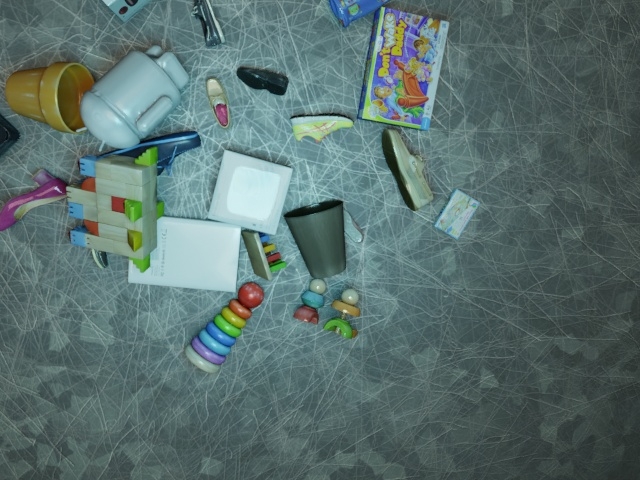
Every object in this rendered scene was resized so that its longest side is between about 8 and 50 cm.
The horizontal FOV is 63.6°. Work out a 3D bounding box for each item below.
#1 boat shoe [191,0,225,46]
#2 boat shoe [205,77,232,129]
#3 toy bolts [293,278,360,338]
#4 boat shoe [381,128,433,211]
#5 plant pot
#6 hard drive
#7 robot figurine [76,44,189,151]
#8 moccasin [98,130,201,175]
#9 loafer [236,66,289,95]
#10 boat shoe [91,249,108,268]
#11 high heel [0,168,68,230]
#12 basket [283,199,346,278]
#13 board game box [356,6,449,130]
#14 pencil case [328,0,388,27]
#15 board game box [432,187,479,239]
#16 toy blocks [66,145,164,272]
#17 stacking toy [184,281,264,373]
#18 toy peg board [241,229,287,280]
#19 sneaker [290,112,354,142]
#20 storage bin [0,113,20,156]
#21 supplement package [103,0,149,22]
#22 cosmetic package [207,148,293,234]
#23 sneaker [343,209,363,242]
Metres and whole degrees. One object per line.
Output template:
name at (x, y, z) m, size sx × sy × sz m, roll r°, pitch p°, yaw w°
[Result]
boat shoe at (-0.364, -0.700, 1.586) m, size 0.065 × 0.075 × 0.206 m, roll -26°, pitch 108°, yaw -6°
boat shoe at (-0.322, -0.437, 1.648) m, size 0.063 × 0.059 × 0.170 m, roll -19°, pitch 103°, yaw -4°
toy bolts at (0.044, 0.230, 1.795) m, size 0.229 × 0.218 × 0.158 m, roll 17°, pitch 84°, yaw 22°
boat shoe at (0.298, -0.249, 1.751) m, size 0.098 × 0.109 × 0.302 m, roll -29°, pitch 109°, yaw -7°
plant pot at (-0.802, -0.426, 1.526) m, size 0.188 × 0.205 × 0.205 m, roll 7°, pitch 100°, yaw 7°
hard drive at (-0.449, 0.041, 1.717) m, size 0.353 × 0.047 × 0.232 m, roll 6°, pitch 100°, yaw -5°
robot figurine at (-0.557, -0.414, 1.527) m, size 0.353 × 0.300 × 0.199 m, roll -48°, pitch 143°, yaw -11°
moccasin at (-0.531, -0.258, 1.632) m, size 0.342 × 0.137 × 0.116 m, roll -13°, pitch 110°, yaw 10°
loafer at (-0.185, -0.521, 1.661) m, size 0.170 × 0.062 × 0.061 m, roll 20°, pitch 58°, yaw -5°
boat shoe at (-0.717, 0.017, 1.681) m, size 0.049 × 0.056 × 0.152 m, roll -14°, pitch 102°, yaw 0°
high heel at (-0.900, -0.102, 1.621) m, size 0.117 × 0.082 × 0.244 m, roll 40°, pitch 80°, yaw -3°
basket at (0.000, 0.000, 1.734) m, size 0.205 × 0.154 × 0.226 m, roll -14°, pitch 106°, yaw -4°
board game box at (0.267, -0.553, 1.694) m, size 0.234 × 0.078 × 0.347 m, roll 7°, pitch 100°, yaw -12°
pencil case at (0.169, -0.795, 1.619) m, size 0.306 × 0.133 × 0.119 m, roll -31°, pitch 132°, yaw 0°
board game box at (0.484, -0.095, 1.843) m, size 0.103 × 0.026 × 0.154 m, roll 29°, pitch 95°, yaw -12°
toy blocks at (-0.639, -0.113, 1.567) m, size 0.261 × 0.190 × 0.381 m, roll 12°, pitch 115°, yaw 6°
stacking toy at (-0.315, 0.281, 1.759) m, size 0.141 × 0.141 × 0.330 m, roll 36°, pitch 88°, yaw -13°
toy peg board at (-0.185, 0.036, 1.716) m, size 0.079 × 0.161 × 0.160 m, roll -21°, pitch 103°, yaw -22°
sneaker at (0.007, -0.370, 1.704) m, size 0.209 × 0.081 × 0.094 m, roll -3°, pitch 108°, yaw -1°
storage bin at (-1.028, -0.303, 1.562) m, size 0.180 × 0.084 × 0.122 m, roll -43°, pitch 103°, yaw 1°
supplement package at (-0.566, -0.766, 1.478) m, size 0.194 × 0.203 × 0.149 m, roll -41°, pitch 103°, yaw 2°
cosmetic package at (-0.228, -0.159, 1.676) m, size 0.225 × 0.138 × 0.224 m, roll 14°, pitch 98°, yaw -9°
sneaker at (0.105, -0.045, 1.794) m, size 0.051 × 0.070 × 0.134 m, roll -37°, pitch 74°, yaw 9°
